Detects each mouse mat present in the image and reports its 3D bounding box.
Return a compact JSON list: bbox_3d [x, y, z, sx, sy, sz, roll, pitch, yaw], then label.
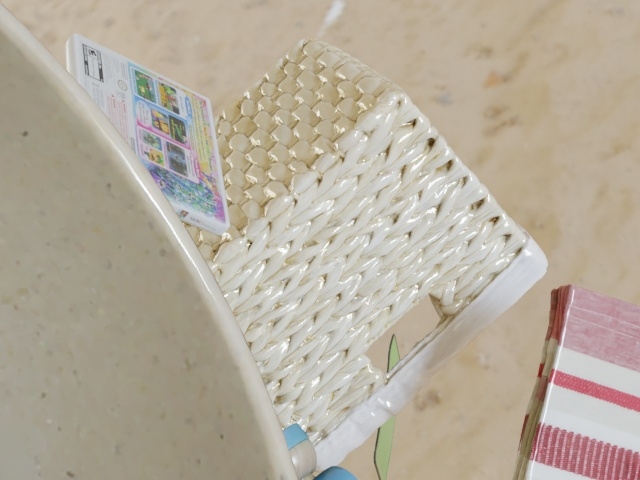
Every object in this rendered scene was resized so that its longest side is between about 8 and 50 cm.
[{"bbox_3d":[0.094,0.240,1.847,0.007,0.153,0.190,4,64,10],"label":"mouse mat"}]

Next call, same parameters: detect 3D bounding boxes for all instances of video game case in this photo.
[{"bbox_3d":[-0.143,-0.088,1.092,0.019,0.143,0.157,-42,41,30],"label":"video game case"}]

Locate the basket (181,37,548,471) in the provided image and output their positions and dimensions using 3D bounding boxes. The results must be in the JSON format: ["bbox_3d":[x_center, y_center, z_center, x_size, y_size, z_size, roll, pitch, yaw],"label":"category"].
[{"bbox_3d":[0.000,0.000,1.413,0.328,0.266,0.331,-42,27,0],"label":"basket"}]

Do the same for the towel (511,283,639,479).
[{"bbox_3d":[0.273,0.225,1.191,0.037,0.237,0.329,-5,68,66],"label":"towel"}]

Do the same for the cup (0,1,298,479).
[{"bbox_3d":[-0.183,0.093,0.336,0.237,0.331,0.331,-27,36,22],"label":"cup"}]

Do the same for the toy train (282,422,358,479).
[{"bbox_3d":[-0.060,0.245,0.940,0.248,0.105,0.143,-32,73,-31],"label":"toy train"}]
